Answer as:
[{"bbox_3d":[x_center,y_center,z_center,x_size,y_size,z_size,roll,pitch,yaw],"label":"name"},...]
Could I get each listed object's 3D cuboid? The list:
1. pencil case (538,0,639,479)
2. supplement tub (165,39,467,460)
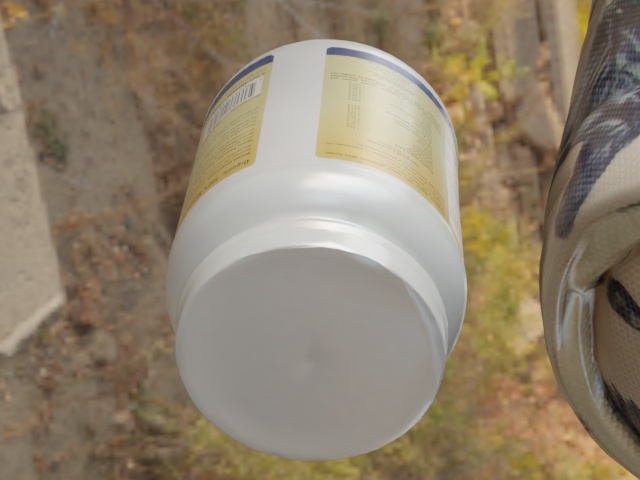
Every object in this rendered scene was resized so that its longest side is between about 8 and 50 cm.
[{"bbox_3d":[0.183,-0.091,0.437,0.160,0.183,0.410,106,5,-52],"label":"pencil case"},{"bbox_3d":[0.000,0.000,1.126,0.316,0.228,0.228,-84,162,-57],"label":"supplement tub"}]
